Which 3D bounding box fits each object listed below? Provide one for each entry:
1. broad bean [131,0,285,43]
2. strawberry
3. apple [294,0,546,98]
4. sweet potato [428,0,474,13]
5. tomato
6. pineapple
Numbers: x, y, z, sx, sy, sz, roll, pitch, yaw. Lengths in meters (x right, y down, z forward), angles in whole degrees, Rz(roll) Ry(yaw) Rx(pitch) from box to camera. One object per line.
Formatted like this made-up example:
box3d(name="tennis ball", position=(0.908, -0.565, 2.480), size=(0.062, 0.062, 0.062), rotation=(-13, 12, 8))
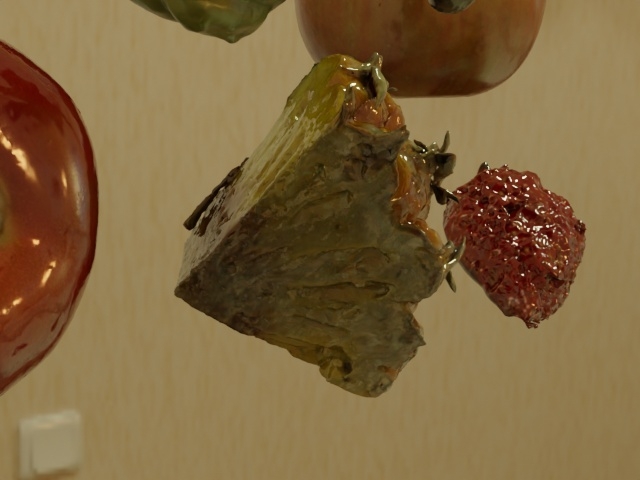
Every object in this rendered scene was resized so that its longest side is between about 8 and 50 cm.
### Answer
box3d(name="broad bean", position=(-0.102, -0.279, 1.091), size=(0.119, 0.238, 0.291), rotation=(-32, 34, 29))
box3d(name="strawberry", position=(0.204, -0.005, 1.477), size=(0.174, 0.098, 0.228), rotation=(37, 23, 1))
box3d(name="apple", position=(0.093, -0.261, 1.336), size=(0.242, 0.241, 0.242), rotation=(3, 19, -1))
box3d(name="sweet potato", position=(0.083, -0.154, 0.646), size=(0.059, 0.069, 0.249), rotation=(-9, 34, 23))
box3d(name="tomato", position=(-0.198, -0.008, 0.657), size=(0.195, 0.195, 0.136), rotation=(-8, 2, -41))
box3d(name="pineapple", position=(0.000, 0.000, 0.903), size=(0.186, 0.236, 0.114), rotation=(-2, 23, 1))
